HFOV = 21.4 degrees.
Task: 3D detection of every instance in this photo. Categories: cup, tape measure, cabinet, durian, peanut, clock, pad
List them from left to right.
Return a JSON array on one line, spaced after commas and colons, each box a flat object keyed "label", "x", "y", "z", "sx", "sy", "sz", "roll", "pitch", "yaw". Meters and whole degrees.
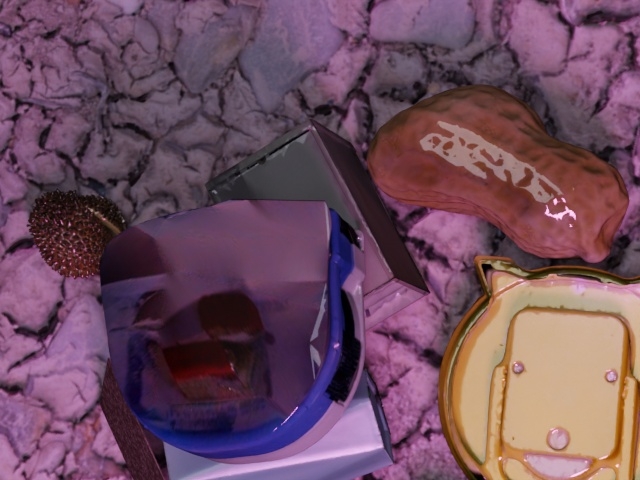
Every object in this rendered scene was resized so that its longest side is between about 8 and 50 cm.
[{"label": "durian", "x": -0.304, "y": -0.019, "z": 2.032, "sx": 0.140, "sy": 0.071, "sz": 0.110, "roll": 34, "pitch": 88, "yaw": 24}, {"label": "pad", "x": -0.197, "y": 0.259, "z": 1.902, "sx": 0.003, "sy": 0.158, "sz": 0.235, "roll": -21, "pitch": 71, "yaw": -20}, {"label": "tape measure", "x": -0.081, "y": 0.099, "z": 1.762, "sx": 0.259, "sy": 0.138, "sz": 0.262, "roll": -9, "pitch": 79, "yaw": 19}, {"label": "cup", "x": -0.042, "y": 0.227, "z": 1.879, "sx": 0.236, "sy": 0.148, "sz": 0.134, "roll": -15, "pitch": 95, "yaw": 5}, {"label": "cabinet", "x": 0.000, "y": 0.000, "z": 1.901, "sx": 0.145, "sy": 0.150, "sz": 0.206, "roll": -31, "pitch": 73, "yaw": 12}, {"label": "peanut", "x": 0.199, "y": -0.083, "z": 1.870, "sx": 0.291, "sy": 0.143, "sz": 0.159, "roll": 22, "pitch": 94, "yaw": 16}, {"label": "clock", "x": 0.269, "y": 0.163, "z": 1.834, "sx": 0.277, "sy": 0.071, "sz": 0.293, "roll": 11, "pitch": 82, "yaw": 18}]
